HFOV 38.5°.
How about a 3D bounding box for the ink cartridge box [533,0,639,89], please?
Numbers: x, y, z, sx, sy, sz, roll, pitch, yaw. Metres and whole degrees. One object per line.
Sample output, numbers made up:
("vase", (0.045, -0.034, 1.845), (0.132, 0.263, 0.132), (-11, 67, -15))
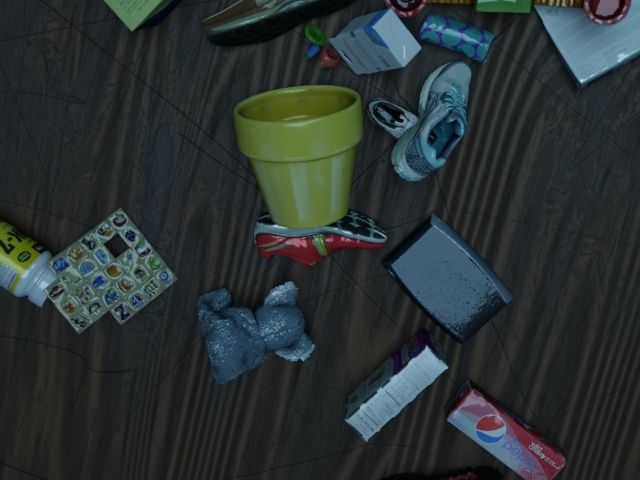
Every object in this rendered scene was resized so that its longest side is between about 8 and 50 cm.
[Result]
("ink cartridge box", (0.551, -0.452, 1.857), (0.189, 0.066, 0.232), (-29, 76, 7))

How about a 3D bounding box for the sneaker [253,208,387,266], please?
("sneaker", (0.000, 0.000, 1.932), (0.279, 0.107, 0.118), (4, 118, 5))

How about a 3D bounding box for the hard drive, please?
("hard drive", (0.270, 0.086, 1.941), (0.172, 0.054, 0.254), (-43, 95, 8))

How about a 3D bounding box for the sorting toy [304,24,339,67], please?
("sorting toy", (-0.008, -0.391, 1.884), (0.102, 0.061, 0.042), (53, 132, 1))

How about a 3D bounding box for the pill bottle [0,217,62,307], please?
("pill bottle", (-0.646, 0.045, 1.941), (0.209, 0.119, 0.119), (35, 99, -4))

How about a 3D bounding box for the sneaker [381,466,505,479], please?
("sneaker", (0.249, 0.586, 1.991), (0.314, 0.116, 0.136), (-6, 100, 3))

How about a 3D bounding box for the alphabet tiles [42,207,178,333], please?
("alphabet tiles", (-0.453, 0.078, 1.935), (0.237, 0.009, 0.198), (-40, 97, -21))

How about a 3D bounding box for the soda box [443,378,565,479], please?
("soda box", (0.396, 0.418, 1.974), (0.263, 0.083, 0.092), (37, 98, -3))

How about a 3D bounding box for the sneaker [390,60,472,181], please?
("sneaker", (0.253, -0.240, 1.813), (0.110, 0.122, 0.283), (35, 68, -24))

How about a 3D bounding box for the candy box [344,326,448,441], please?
("candy box", (0.158, 0.300, 1.927), (0.233, 0.159, 0.071), (-43, 94, 9))

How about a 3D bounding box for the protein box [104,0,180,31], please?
("protein box", (-0.350, -0.559, 1.803), (0.200, 0.136, 0.201), (-40, 96, 22))

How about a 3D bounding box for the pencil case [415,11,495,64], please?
("pencil case", (0.274, -0.410, 1.857), (0.152, 0.064, 0.070), (20, 142, 0))

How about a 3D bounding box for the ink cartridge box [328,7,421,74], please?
("ink cartridge box", (0.104, -0.392, 1.819), (0.060, 0.180, 0.104), (-50, 114, -16))

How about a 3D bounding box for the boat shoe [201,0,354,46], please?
("boat shoe", (-0.085, -0.490, 1.842), (0.324, 0.122, 0.119), (-20, 82, 0))

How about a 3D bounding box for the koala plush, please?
("koala plush", (-0.132, 0.193, 1.919), (0.221, 0.203, 0.196), (-14, 99, -7))

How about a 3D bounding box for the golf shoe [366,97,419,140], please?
("golf shoe", (0.177, -0.228, 1.880), (0.186, 0.086, 0.067), (28, 99, -4))

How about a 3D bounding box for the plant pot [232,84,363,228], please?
("plant pot", (-0.033, -0.163, 1.832), (0.254, 0.254, 0.238), (-6, 115, 3))

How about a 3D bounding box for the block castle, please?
("block castle", (0.355, -0.568, 1.717), (0.454, 0.213, 0.302), (5, 107, 8))
